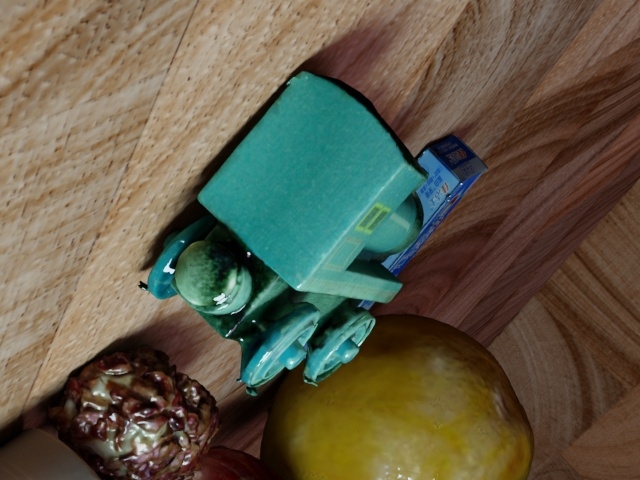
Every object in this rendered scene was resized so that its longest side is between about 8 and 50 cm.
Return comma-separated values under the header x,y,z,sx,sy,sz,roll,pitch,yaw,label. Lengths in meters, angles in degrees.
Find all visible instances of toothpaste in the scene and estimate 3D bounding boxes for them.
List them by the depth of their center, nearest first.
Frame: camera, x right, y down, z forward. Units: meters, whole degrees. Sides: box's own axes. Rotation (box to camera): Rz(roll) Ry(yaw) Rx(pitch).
x,y,z,sx,sy,sz,roll,pitch,yaw,label
0.059,0.014,1.208,0.066,0.053,0.272,-25,157,-54,toothpaste

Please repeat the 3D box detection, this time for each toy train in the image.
x,y,z,sx,sy,sz,roll,pitch,yaw,label
0.000,0.000,0.869,0.194,0.120,0.298,-50,166,6,toy train

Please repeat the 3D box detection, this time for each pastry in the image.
x,y,z,sx,sy,sz,roll,pitch,yaw,label
-0.140,0.148,0.963,0.115,0.097,0.208,-51,167,-14,pastry

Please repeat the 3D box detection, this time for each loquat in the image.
x,y,z,sx,sy,sz,roll,pitch,yaw,label
0.087,0.246,1.463,0.328,0.328,0.328,-41,166,-12,loquat

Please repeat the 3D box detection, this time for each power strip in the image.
x,y,z,sx,sy,sz,roll,pitch,yaw,label
-0.196,0.213,0.876,0.078,0.154,0.154,-39,166,-31,power strip

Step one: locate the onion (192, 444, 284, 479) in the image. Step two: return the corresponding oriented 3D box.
x,y,z,sx,sy,sz,roll,pitch,yaw,label
-0.129,0.351,1.293,0.276,0.276,0.276,-41,166,-12,onion
